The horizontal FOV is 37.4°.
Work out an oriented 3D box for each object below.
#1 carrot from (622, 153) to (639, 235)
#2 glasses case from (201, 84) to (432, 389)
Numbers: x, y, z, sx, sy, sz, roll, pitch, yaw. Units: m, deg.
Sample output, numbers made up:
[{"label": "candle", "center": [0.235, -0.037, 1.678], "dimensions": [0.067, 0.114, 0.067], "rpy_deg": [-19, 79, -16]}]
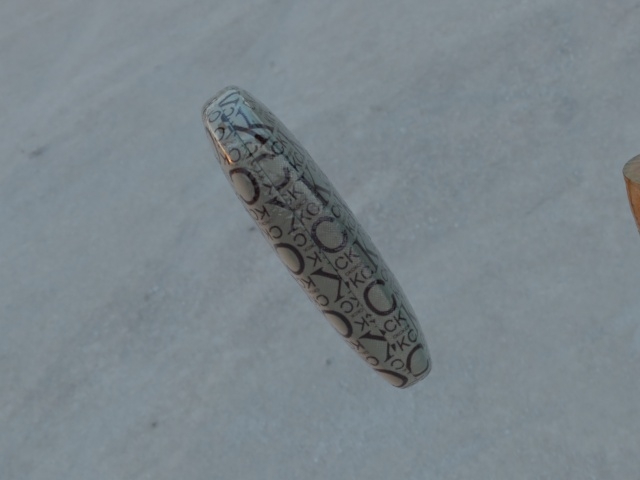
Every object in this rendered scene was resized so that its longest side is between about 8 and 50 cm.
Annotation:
[{"label": "carrot", "center": [0.234, 0.006, 0.612], "dimensions": [0.048, 0.139, 0.048], "rpy_deg": [-19, 30, 11]}, {"label": "glasses case", "center": [0.000, 0.000, 0.941], "dimensions": [0.085, 0.354, 0.137], "rpy_deg": [-34, 17, 3]}]
